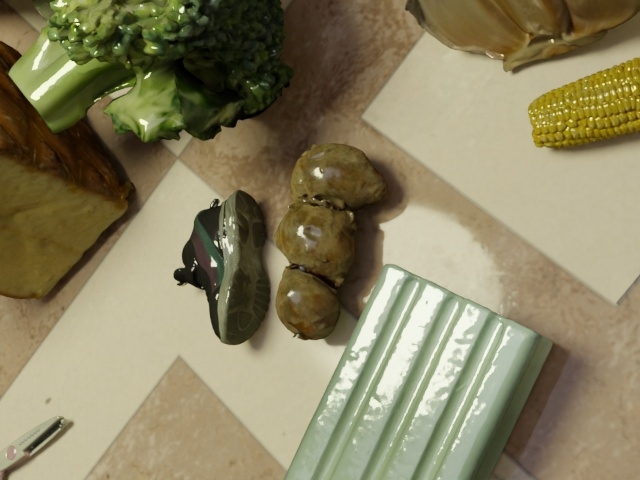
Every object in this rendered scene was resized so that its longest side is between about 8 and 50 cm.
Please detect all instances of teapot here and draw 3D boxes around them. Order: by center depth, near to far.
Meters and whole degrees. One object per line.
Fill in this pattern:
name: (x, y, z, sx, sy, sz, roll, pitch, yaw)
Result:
teapot: (-0.331, -0.320, 1.127, 0.083, 0.057, 0.067, -39, 36, 7)

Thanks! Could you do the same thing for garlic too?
garlic: (0.195, -0.267, 0.793, 0.229, 0.178, 0.143, 4, 65, 42)

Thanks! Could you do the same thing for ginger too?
ginger: (0.000, 0.000, 0.873, 0.104, 0.080, 0.204, 14, 82, 22)

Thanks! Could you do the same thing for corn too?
corn: (0.289, -0.132, 0.773, 0.206, 0.067, 0.067, -15, 72, 25)

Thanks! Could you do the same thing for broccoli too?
broccoli: (-0.179, -0.249, 0.899, 0.338, 0.277, 0.317, 20, 74, 19)

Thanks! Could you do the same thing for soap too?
soap: (0.081, 0.174, 0.788, 0.160, 0.087, 0.265, 25, 89, 29)

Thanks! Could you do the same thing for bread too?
bread: (-0.411, -0.100, 0.983, 0.207, 0.279, 0.279, -42, 65, 12)

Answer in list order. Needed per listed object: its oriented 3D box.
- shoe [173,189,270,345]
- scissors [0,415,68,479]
shoe: (-0.114, 0.032, 0.930, 0.099, 0.071, 0.169, -10, 70, 27)
scissors: (-0.365, 0.256, 1.023, 0.176, 0.022, 0.085, -36, 62, 18)
